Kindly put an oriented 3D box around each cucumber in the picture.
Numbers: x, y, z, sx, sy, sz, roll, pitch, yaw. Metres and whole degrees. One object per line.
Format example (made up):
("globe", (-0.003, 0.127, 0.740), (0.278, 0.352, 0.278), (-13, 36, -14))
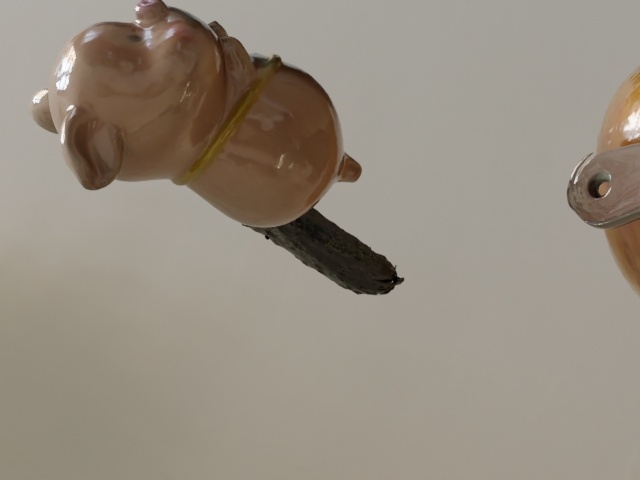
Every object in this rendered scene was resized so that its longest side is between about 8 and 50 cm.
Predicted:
("cucumber", (0.000, 0.000, 1.141), (0.181, 0.053, 0.053), (31, -175, -18))

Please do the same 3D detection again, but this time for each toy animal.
("toy animal", (-0.083, -0.093, 0.948), (0.248, 0.149, 0.165), (12, -176, -23))

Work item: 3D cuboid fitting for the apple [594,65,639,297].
("apple", (0.331, -0.051, 0.879), (0.233, 0.286, 0.286), (58, 177, -17))

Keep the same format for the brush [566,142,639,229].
("brush", (0.284, -0.056, 0.736), (0.067, 0.072, 0.313), (20, 152, -39))
